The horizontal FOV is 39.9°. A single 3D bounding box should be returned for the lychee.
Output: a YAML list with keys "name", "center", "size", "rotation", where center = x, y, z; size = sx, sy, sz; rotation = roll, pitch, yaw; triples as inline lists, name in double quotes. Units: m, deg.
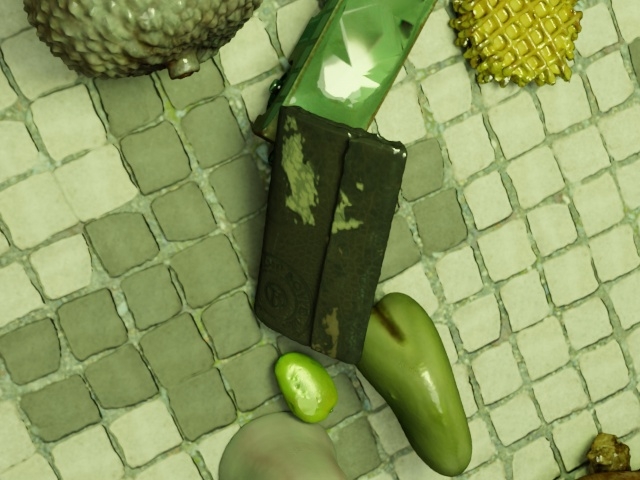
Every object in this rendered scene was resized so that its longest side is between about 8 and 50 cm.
- name: "lychee"
  center: [-0.199, -0.315, 0.982]
  size: [0.300, 0.300, 0.299]
  rotation: [-2, 97, -16]

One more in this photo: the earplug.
- name: "earplug"
  center: [-0.017, 0.343, 1.107]
  size: [0.172, 0.301, 0.172]
  rotation: [-2, 98, -16]

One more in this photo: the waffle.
- name: "waffle"
  center: [0.278, -0.314, 1.243]
  size: [0.193, 0.070, 0.197]
  rotation: [-4, 95, -16]

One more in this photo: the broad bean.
- name: "broad bean"
  center: [0.135, 0.195, 1.196]
  size: [0.121, 0.189, 0.263]
  rotation: [-32, 91, -7]

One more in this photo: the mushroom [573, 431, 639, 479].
- name: "mushroom"
  center: [0.472, 0.440, 1.336]
  size: [0.297, 0.163, 0.278]
  rotation: [-12, 100, -14]

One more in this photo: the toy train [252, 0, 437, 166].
- name: "toy train"
  center: [0.032, -0.229, 1.133]
  size: [0.129, 0.159, 0.326]
  rotation: [29, 89, -15]

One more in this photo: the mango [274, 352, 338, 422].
- name: "mango"
  center: [-0.022, 0.201, 1.218]
  size: [0.073, 0.056, 0.108]
  rotation: [-43, 102, -17]

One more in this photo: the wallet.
- name: "wallet"
  center: [0.000, 0.000, 1.093]
  size: [0.044, 0.171, 0.321]
  rotation: [-37, 145, -48]
